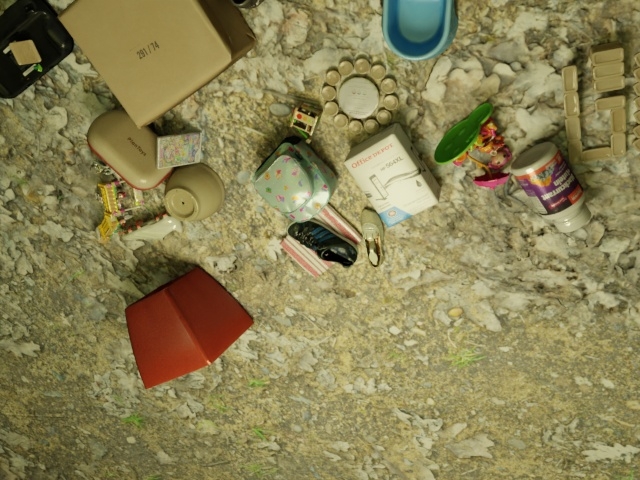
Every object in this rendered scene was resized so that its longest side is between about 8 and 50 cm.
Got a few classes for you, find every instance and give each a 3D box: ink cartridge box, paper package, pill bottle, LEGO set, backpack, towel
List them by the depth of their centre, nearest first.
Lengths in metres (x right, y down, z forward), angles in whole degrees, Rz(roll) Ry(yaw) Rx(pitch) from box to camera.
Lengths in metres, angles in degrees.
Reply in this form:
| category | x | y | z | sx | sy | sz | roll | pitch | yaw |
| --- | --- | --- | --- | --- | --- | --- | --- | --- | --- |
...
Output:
| category | x | y | z | sx | sy | sz | roll | pitch | yaw |
| --- | --- | --- | --- | --- | --- | --- | --- | --- | --- |
| pill bottle | 0.523 | -0.115 | 1.348 | 0.108 | 0.108 | 0.193 | -31 | 107 | 29 |
| paper package | -0.367 | -0.477 | 1.368 | 0.325 | 0.168 | 0.309 | -25 | 110 | 28 |
| ink cartridge box | 0.173 | -0.155 | 1.441 | 0.148 | 0.086 | 0.203 | -28 | 109 | 28 |
| backpack | -0.059 | -0.141 | 1.487 | 0.188 | 0.144 | 0.166 | 41 | 116 | -12 |
| towel | 0.000 | 0.000 | 1.619 | 0.144 | 0.029 | 0.197 | 44 | 119 | -11 |
| LEGO set | -0.575 | -0.094 | 1.712 | 0.132 | 0.107 | 0.286 | 41 | 135 | 33 |

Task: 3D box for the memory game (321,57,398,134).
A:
| category | x | y | z | sx | sy | sz | roll | pitch | yaw |
| --- | --- | --- | --- | --- | --- | --- | --- | --- | --- |
| memory game | 0.092 | -0.335 | 1.405 | 0.186 | 0.012 | 0.186 | 7 | 121 | 12 |

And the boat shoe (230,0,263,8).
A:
| category | x | y | z | sx | sy | sz | roll | pitch | yaw |
| --- | --- | --- | --- | --- | --- | --- | --- | --- | --- |
| boat shoe | -0.135 | -0.650 | 1.241 | 0.112 | 0.095 | 0.335 | 16 | 122 | 7 |

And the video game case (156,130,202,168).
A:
| category | x | y | z | sx | sy | sz | roll | pitch | yaw |
| --- | --- | --- | --- | --- | --- | --- | --- | --- | --- |
| video game case | -0.363 | -0.233 | 1.544 | 0.011 | 0.122 | 0.087 | 39 | 131 | 37 |

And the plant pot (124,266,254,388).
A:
| category | x | y | z | sx | sy | sz | roll | pitch | yaw |
| --- | --- | --- | --- | --- | --- | --- | --- | --- | --- |
| plant pot | -0.404 | 0.236 | 1.748 | 0.267 | 0.267 | 0.235 | -25 | 98 | 27 |

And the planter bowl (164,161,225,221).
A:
| category | x | y | z | sx | sy | sz | roll | pitch | yaw |
| --- | --- | --- | --- | --- | --- | --- | --- | --- | --- |
| planter bowl | -0.351 | -0.116 | 1.605 | 0.162 | 0.109 | 0.162 | 8 | 121 | 13 |

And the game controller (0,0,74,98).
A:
| category | x | y | z | sx | sy | sz | roll | pitch | yaw |
| --- | --- | --- | --- | --- | --- | --- | --- | --- | --- |
| game controller | -0.784 | -0.493 | 1.554 | 0.319 | 0.067 | 0.166 | -24 | 124 | 27 |

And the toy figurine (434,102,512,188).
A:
| category | x | y | z | sx | sy | sz | roll | pitch | yaw |
| --- | --- | --- | --- | --- | --- | --- | --- | --- | --- |
| toy figurine | 0.374 | -0.196 | 1.364 | 0.159 | 0.130 | 0.173 | 37 | 99 | -22 |

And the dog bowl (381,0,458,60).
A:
| category | x | y | z | sx | sy | sz | roll | pitch | yaw |
| --- | --- | --- | --- | --- | --- | --- | --- | --- | --- |
| dog bowl | 0.203 | -0.513 | 1.234 | 0.166 | 0.074 | 0.297 | 7 | 120 | 13 |

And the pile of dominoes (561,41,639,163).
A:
| category | x | y | z | sx | sy | sz | roll | pitch | yaw |
| --- | --- | --- | --- | --- | --- | --- | --- | --- | --- |
| pile of dominoes | 0.621 | -0.293 | 1.273 | 0.196 | 0.040 | 0.251 | -7 | 125 | 19 |

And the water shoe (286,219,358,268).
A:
| category | x | y | z | sx | sy | sz | roll | pitch | yaw |
| --- | --- | --- | --- | --- | --- | --- | --- | --- | --- |
| water shoe | 0.003 | 0.005 | 1.556 | 0.203 | 0.080 | 0.072 | 21 | 119 | 3 |

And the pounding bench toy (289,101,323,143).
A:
| category | x | y | z | sx | sy | sz | roll | pitch | yaw |
| --- | --- | --- | --- | --- | --- | --- | --- | --- | --- |
| pounding bench toy | -0.042 | -0.283 | 1.450 | 0.065 | 0.052 | 0.083 | 23 | 123 | 3 |

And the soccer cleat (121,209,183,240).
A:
| category | x | y | z | sx | sy | sz | roll | pitch | yaw |
| --- | --- | --- | --- | --- | --- | --- | --- | --- | --- |
| soccer cleat | -0.487 | -0.026 | 1.724 | 0.196 | 0.068 | 0.076 | -18 | 116 | 21 |

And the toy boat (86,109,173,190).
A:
| category | x | y | z | sx | sy | sz | roll | pitch | yaw |
| --- | --- | --- | --- | --- | --- | --- | --- | --- | --- |
| toy boat | -0.508 | -0.230 | 1.586 | 0.231 | 0.151 | 0.151 | 45 | 150 | -11 |

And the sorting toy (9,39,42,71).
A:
| category | x | y | z | sx | sy | sz | roll | pitch | yaw |
| --- | --- | --- | --- | --- | --- | --- | --- | --- | --- |
| sorting toy | -0.740 | -0.464 | 1.519 | 0.062 | 0.012 | 0.083 | -7 | 127 | 8 |

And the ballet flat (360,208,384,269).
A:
| category | x | y | z | sx | sy | sz | roll | pitch | yaw |
| --- | --- | --- | --- | --- | --- | --- | --- | --- | --- |
| ballet flat | 0.138 | 0.000 | 1.560 | 0.057 | 0.052 | 0.168 | -6 | 117 | 19 |
